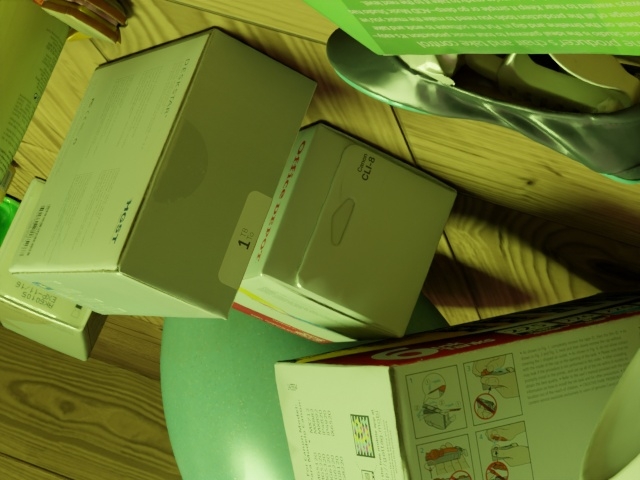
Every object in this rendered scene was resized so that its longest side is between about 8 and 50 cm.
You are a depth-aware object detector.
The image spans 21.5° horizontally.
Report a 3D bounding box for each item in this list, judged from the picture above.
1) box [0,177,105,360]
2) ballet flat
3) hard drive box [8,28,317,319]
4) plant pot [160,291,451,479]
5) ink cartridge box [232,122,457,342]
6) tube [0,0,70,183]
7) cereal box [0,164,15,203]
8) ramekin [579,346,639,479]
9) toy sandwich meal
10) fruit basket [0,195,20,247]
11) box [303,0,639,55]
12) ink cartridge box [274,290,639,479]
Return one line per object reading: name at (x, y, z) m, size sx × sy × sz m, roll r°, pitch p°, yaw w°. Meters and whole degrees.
box at (-0.303, 0.041, 1.979) m, size 0.121 × 0.148 × 0.311 m, roll 23°, pitch 167°, yaw -3°
ballet flat at (0.098, -0.095, 0.906) m, size 0.203 × 0.074 × 0.074 m, roll 23°, pitch 169°, yaw 17°
hard drive box at (-0.120, -0.041, 1.219) m, size 0.089 × 0.181 × 0.232 m, roll 26°, pitch 168°, yaw -24°
plant pot at (-0.032, 0.093, 1.551) m, size 0.195 × 0.290 × 0.290 m, roll 62°, pitch 156°, yaw -11°
ink cartridge box at (0.000, 0.000, 1.319) m, size 0.127 × 0.128 × 0.176 m, roll 24°, pitch 168°, yaw -17°
tube at (-0.251, -0.059, 1.213) m, size 0.062 × 0.240 × 0.070 m, roll 10°, pitch 164°, yaw 35°
cereal box at (-0.455, -0.118, 1.762) m, size 0.240 × 0.047 × 0.173 m, roll 18°, pitch 168°, yaw 14°
ramekin at (0.267, 0.097, 1.014) m, size 0.127 × 0.273 × 0.273 m, roll 34°, pitch 168°, yaw 1°
toy sandwich meal at (-0.168, -0.156, 1.154) m, size 0.085 × 0.029 × 0.085 m, roll 20°, pitch 168°, yaw 4°
fruit basket at (-0.549, 0.019, 1.948) m, size 0.392 × 0.283 × 0.392 m, roll 26°, pitch -178°, yaw -1°
box at (0.009, -0.174, 0.720) m, size 0.232 × 0.058 × 0.322 m, roll 7°, pitch 161°, yaw 48°
ink cartridge box at (0.137, 0.126, 1.300) m, size 0.309 × 0.130 × 0.272 m, roll -10°, pitch -179°, yaw -25°
